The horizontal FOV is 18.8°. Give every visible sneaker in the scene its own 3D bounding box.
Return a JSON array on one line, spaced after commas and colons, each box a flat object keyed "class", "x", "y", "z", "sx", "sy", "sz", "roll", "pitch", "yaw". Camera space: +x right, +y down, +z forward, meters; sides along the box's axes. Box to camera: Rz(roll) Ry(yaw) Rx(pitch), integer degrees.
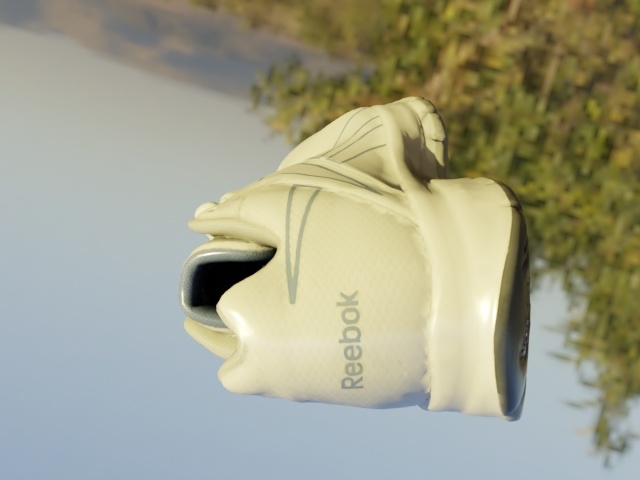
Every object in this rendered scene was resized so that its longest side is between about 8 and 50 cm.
[{"class": "sneaker", "x": 0.000, "y": 0.000, "z": 0.830, "sx": 0.129, "sy": 0.111, "sz": 0.297, "roll": -3, "pitch": -171, "yaw": -8}]
